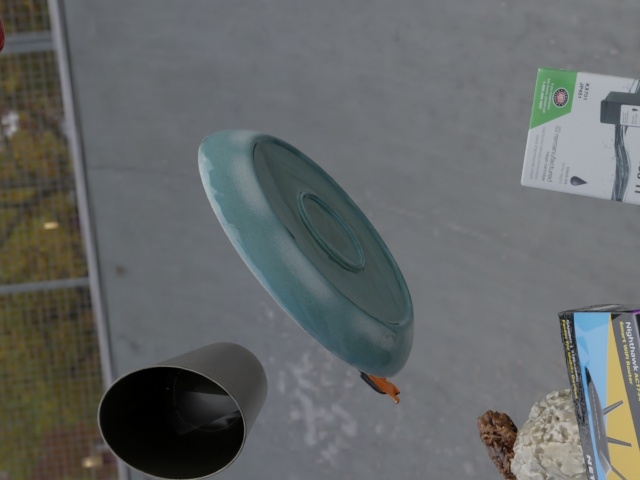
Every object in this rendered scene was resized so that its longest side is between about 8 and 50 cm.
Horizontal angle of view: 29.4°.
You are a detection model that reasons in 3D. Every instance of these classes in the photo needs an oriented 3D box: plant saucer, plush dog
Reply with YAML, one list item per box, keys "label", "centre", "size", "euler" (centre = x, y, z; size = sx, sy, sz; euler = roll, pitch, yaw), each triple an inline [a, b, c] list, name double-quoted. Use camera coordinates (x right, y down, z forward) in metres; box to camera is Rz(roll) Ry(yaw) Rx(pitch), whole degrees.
- label: "plant saucer"
  centre: [0.000, 0.000, 1.265]
  size: [0.317, 0.044, 0.317]
  euler: [45, -161, -20]
- label: "plush dog"
  centre: [0.279, 0.217, 1.178]
  size: [0.262, 0.225, 0.210]
  euler: [-21, 57, 44]

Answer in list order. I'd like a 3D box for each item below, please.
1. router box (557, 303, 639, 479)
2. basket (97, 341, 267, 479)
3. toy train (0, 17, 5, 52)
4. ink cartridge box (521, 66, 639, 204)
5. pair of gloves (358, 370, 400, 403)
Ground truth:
- label: "router box"
  centre: [0.240, 0.137, 0.921]
  size: [0.133, 0.046, 0.179]
  euler: [165, 95, -76]
- label: "basket"
  centre: [-0.167, 0.223, 1.680]
  size: [0.227, 0.204, 0.154]
  euler: [-26, -62, -75]
- label: "toy train"
  centre: [-0.266, -0.147, 0.734]
  size: [0.143, 0.105, 0.248]
  euler: [52, 148, 26]
- label: "ink cartridge box"
  centre: [0.366, -0.125, 1.494]
  size: [0.087, 0.208, 0.153]
  euler: [-14, -68, -66]
- label: "pair of gloves"
  centre: [0.064, 0.137, 1.364]
  size: [0.074, 0.010, 0.083]
  euler: [43, -147, -25]
